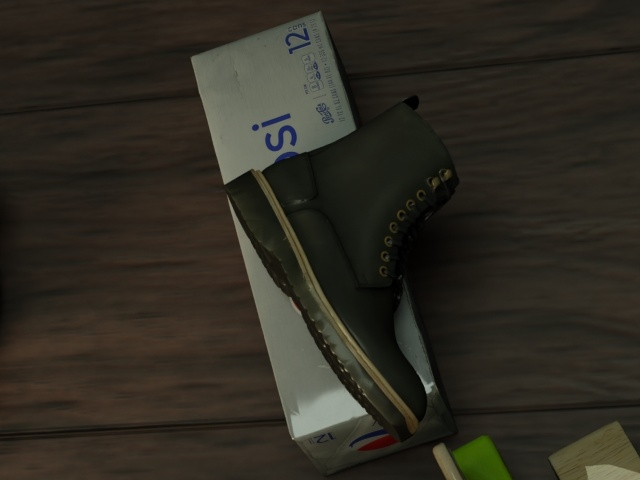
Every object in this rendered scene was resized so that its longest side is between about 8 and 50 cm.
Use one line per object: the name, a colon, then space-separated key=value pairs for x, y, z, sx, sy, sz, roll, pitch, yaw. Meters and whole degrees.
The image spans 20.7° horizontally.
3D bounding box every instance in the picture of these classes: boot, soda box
boot: x=0.045 y=0.007 z=1.041 sx=0.137 sy=0.077 sz=0.198 roll=-30 pitch=66 yaw=-6
soda box: x=0.000 y=0.000 z=1.143 sx=0.098 sy=0.091 sz=0.286 roll=-19 pitch=65 yaw=5

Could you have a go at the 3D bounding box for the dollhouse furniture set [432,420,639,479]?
dollhouse furniture set: x=0.234 y=0.129 z=0.991 sx=0.301 sy=0.151 sz=0.197 roll=-28 pitch=64 yaw=2
